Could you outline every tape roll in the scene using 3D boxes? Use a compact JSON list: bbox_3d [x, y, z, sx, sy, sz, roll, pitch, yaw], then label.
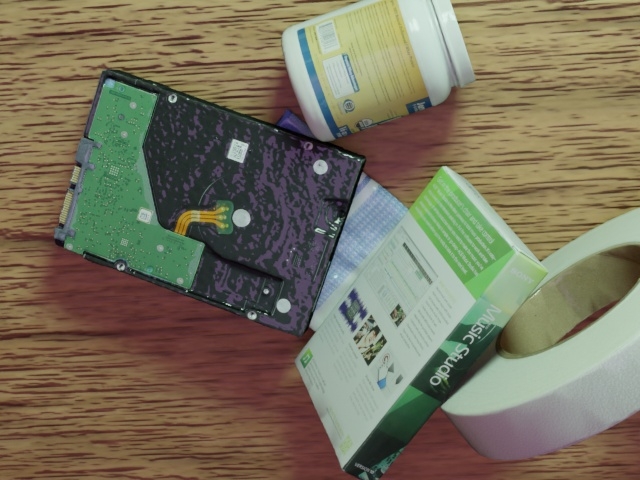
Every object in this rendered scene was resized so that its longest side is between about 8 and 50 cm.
[{"bbox_3d":[0.302,0.092,1.339,0.392,0.392,0.072,-35,101,12],"label":"tape roll"}]

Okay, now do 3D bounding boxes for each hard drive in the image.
[{"bbox_3d":[-0.139,-0.048,1.464,0.339,0.064,0.237,19,100,5],"label":"hard drive"}]

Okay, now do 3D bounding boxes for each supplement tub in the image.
[{"bbox_3d":[0.068,-0.211,1.393,0.200,0.144,0.144,-18,103,9],"label":"supplement tub"}]

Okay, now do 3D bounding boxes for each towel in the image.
[{"bbox_3d":[0.000,0.000,1.513,0.285,0.034,0.209,41,103,-7],"label":"towel"}]

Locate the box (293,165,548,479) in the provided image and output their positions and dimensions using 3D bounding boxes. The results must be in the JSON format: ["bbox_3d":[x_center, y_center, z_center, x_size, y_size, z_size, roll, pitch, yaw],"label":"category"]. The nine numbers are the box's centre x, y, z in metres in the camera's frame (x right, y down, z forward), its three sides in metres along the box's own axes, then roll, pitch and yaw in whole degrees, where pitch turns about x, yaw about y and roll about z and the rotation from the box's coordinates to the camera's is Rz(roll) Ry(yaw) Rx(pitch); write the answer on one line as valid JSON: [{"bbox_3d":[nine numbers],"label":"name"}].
[{"bbox_3d":[0.106,0.093,1.395,0.058,0.232,0.322,28,107,-28],"label":"box"}]
